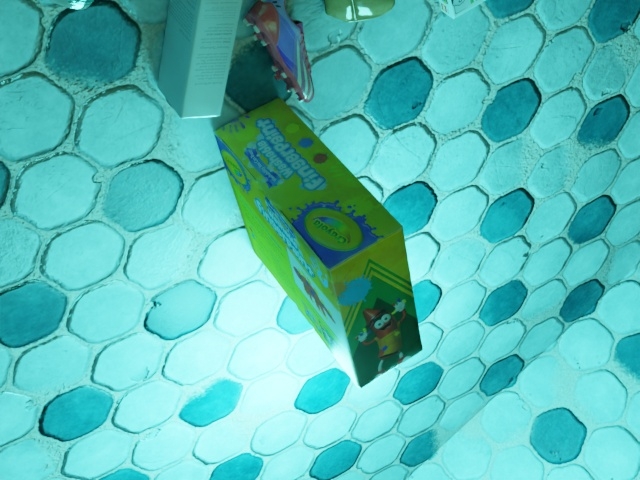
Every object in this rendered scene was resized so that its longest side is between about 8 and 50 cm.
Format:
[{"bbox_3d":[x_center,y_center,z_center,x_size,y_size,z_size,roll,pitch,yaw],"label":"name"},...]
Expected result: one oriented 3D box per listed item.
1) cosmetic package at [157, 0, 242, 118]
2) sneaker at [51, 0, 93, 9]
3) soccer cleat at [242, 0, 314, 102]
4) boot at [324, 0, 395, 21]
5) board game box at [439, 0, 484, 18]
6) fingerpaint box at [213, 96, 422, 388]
[{"bbox_3d":[-0.209,-0.336,1.725,0.085,0.117,0.231,-9,133,-29],"label":"cosmetic package"},{"bbox_3d":[-0.418,-0.451,1.430,0.121,0.108,0.302,-39,131,17],"label":"sneaker"},{"bbox_3d":[-0.054,-0.352,1.861,0.095,0.083,0.248,-41,138,-5],"label":"soccer cleat"},{"bbox_3d":[0.005,-0.481,1.766,0.236,0.089,0.269,-7,153,6],"label":"boot"},{"bbox_3d":[0.356,-0.589,1.966,0.305,0.053,0.193,-32,139,-9],"label":"board game box"},{"bbox_3d":[0.000,0.000,1.943,0.163,0.445,0.371,-30,139,-13],"label":"fingerpaint box"}]
